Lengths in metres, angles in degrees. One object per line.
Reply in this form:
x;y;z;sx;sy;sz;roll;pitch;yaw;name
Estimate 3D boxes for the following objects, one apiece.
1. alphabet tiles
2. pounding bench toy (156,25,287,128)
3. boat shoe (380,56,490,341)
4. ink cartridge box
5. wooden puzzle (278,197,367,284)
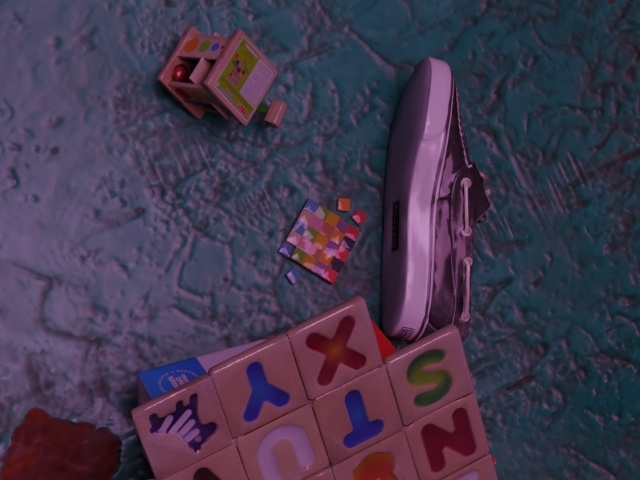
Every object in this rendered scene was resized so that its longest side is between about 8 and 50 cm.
-0.004;0.210;1.323;0.285;0.011;0.342;-26;124;-14;alphabet tiles
-0.071;-0.116;1.449;0.083;0.065;0.052;46;65;-40;pounding bench toy
0.092;-0.030;1.483;0.070;0.078;0.219;7;86;-17;boat shoe
-0.001;0.130;1.379;0.231;0.134;0.078;-15;127;-21;ink cartridge box
0.000;0.000;1.478;0.049;0.006;0.083;32;71;-11;wooden puzzle
